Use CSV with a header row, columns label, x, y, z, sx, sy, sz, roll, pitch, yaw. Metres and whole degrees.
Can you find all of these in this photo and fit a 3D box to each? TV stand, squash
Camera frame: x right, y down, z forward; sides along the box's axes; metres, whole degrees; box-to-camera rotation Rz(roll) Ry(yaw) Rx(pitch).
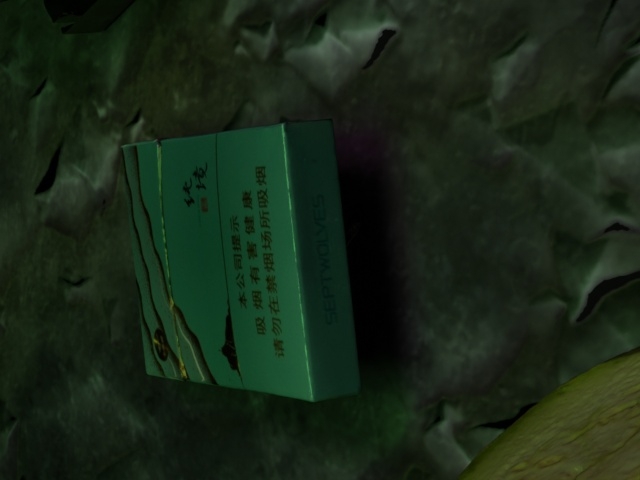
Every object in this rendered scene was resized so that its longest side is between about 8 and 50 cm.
label,x,y,z,sx,sy,sz,roll,pitch,yaw
TV stand,-0.106,-0.209,1.031,0.249,0.036,0.042,-33,72,44
squash,0.127,0.130,0.718,0.220,0.220,0.133,-18,87,47

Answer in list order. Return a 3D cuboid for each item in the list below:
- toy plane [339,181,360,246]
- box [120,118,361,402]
label,x,y,z,sx,sy,sz,roll,pitch,yaw
toy plane,0.000,0.000,0.963,0.078,0.031,0.083,22,111,59
box,-0.057,0.012,0.983,0.229,0.041,0.162,1,97,59
